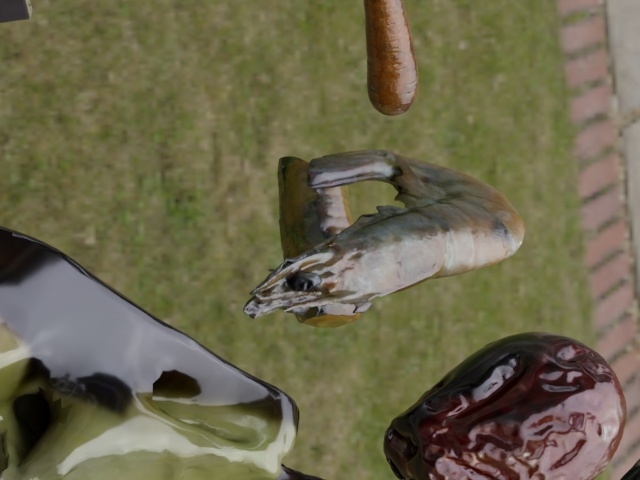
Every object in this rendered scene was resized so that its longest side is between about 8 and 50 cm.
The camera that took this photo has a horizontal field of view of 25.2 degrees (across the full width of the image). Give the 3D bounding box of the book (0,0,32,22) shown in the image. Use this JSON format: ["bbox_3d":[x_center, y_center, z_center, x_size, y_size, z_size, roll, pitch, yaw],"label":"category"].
[{"bbox_3d":[-0.288,-0.154,0.809,0.157,0.231,0.026,104,-25,-71],"label":"book"}]

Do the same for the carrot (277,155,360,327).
[{"bbox_3d":[0.000,0.000,1.422,0.082,0.082,0.173,18,62,-55],"label":"carrot"}]

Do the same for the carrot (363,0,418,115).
[{"bbox_3d":[0.040,-0.115,0.841,0.032,0.032,0.093,-55,147,-41],"label":"carrot"}]

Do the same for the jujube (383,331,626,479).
[{"bbox_3d":[0.179,0.180,1.394,0.236,0.168,0.168,-14,104,-22],"label":"jujube"}]

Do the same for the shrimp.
[{"bbox_3d":[0.027,-0.014,1.082,0.296,0.169,0.058,-16,129,-42],"label":"shrimp"}]

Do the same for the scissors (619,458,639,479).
[{"bbox_3d":[0.246,0.235,1.239,0.300,0.109,0.022,-38,85,-10],"label":"scissors"}]

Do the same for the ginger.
[{"bbox_3d":[-0.162,0.191,0.749,0.413,0.358,0.211,57,33,-37],"label":"ginger"}]
